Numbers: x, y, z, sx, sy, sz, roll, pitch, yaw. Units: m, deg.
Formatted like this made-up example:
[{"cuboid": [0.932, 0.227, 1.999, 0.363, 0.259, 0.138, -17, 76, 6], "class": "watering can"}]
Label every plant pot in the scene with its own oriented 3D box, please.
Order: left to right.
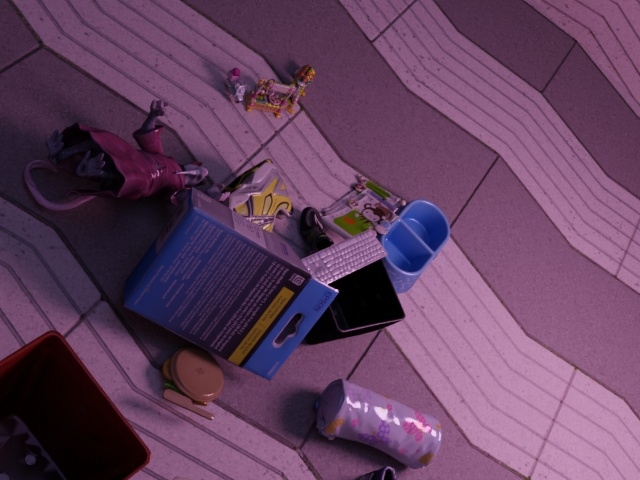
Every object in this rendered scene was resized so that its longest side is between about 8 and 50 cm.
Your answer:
[{"cuboid": [-0.484, 0.352, 1.420, 0.267, 0.235, 0.267, 52, 48, 3], "class": "plant pot"}, {"cuboid": [0.042, 0.134, 1.948, 0.187, 0.167, 0.188, -8, 66, -36], "class": "plant pot"}]

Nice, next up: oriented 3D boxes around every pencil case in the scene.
[{"cuboid": [0.125, 0.391, 1.881, 0.273, 0.113, 0.124, 24, 62, -19], "class": "pencil case"}]

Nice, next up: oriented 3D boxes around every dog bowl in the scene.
[{"cuboid": [0.221, 0.005, 2.209, 0.166, 0.074, 0.297, 46, 49, -1], "class": "dog bowl"}]

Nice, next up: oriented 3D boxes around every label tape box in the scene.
[{"cuboid": [-0.177, 0.092, 1.763, 0.347, 0.249, 0.115, 31, 16, -23], "class": "label tape box"}]

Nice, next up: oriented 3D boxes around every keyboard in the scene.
[{"cuboid": [0.040, 0.042, 1.882, 0.256, 0.014, 0.072, -23, 77, -41], "class": "keyboard"}]

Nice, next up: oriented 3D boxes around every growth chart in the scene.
[{"cuboid": [0.105, -0.070, 2.170, 0.172, 0.021, 0.237, 28, 44, 23], "class": "growth chart"}]

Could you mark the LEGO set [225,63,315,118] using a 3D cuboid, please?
[{"cuboid": [-0.091, -0.394, 2.226, 0.287, 0.107, 0.132, -17, 73, -39], "class": "LEGO set"}]

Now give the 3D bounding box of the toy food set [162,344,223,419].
[{"cuboid": [-0.253, 0.267, 1.764, 0.132, 0.038, 0.192, 32, 39, -20], "class": "toy food set"}]

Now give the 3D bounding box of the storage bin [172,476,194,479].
[{"cuboid": [-0.279, 0.532, 1.419, 0.123, 0.262, 0.260, 35, 51, -9], "class": "storage bin"}]

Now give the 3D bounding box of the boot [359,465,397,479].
[{"cuboid": [0.111, 0.553, 1.789, 0.069, 0.086, 0.190, 20, 53, -23], "class": "boot"}]

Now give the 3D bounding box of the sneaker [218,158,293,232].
[{"cuboid": [-0.187, -0.027, 1.918, 0.147, 0.145, 0.385, 52, 54, -11], "class": "sneaker"}]

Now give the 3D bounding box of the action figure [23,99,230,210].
[{"cuboid": [-0.373, -0.126, 1.844, 0.370, 0.275, 0.248, 5, 52, -57], "class": "action figure"}]

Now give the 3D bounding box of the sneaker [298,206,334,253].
[{"cuboid": [0.000, 0.000, 2.060, 0.067, 0.078, 0.188, 6, 55, -29], "class": "sneaker"}]
